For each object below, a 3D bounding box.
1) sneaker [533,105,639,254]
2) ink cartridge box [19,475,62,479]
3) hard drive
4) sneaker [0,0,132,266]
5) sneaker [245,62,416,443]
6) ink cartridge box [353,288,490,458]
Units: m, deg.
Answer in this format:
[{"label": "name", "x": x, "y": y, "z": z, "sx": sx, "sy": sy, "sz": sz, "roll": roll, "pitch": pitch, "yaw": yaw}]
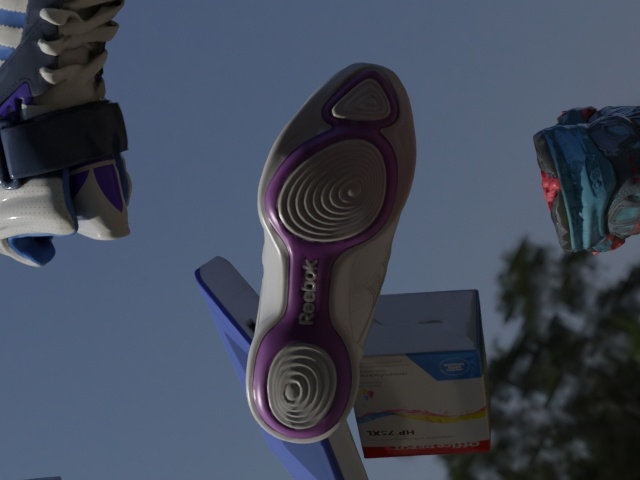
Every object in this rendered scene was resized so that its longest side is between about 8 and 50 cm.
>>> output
[{"label": "sneaker", "x": 0.224, "y": -0.044, "z": 1.322, "sx": 0.262, "sy": 0.125, "sz": 0.104, "roll": -33, "pitch": -69, "yaw": -74}, {"label": "ink cartridge box", "x": -0.280, "y": 0.357, "z": 1.942, "sx": 0.212, "sy": 0.093, "sz": 0.154, "roll": -121, "pitch": 30, "yaw": -55}, {"label": "hard drive", "x": -0.024, "y": 0.178, "z": 1.993, "sx": 0.040, "sy": 0.210, "sz": 0.319, "roll": -34, "pitch": -37, "yaw": -12}, {"label": "sneaker", "x": -0.170, "y": -0.123, "z": 1.380, "sx": 0.323, "sy": 0.236, "sz": 0.130, "roll": -42, "pitch": -12, "yaw": 36}, {"label": "sneaker", "x": 0.000, "y": 0.000, "z": 1.569, "sx": 0.152, "sy": 0.114, "sz": 0.305, "roll": -80, "pitch": 4, "yaw": -74}, {"label": "ink cartridge box", "x": 0.101, "y": 0.149, "z": 1.974, "sx": 0.231, "sy": 0.134, "sz": 0.078, "roll": 77, "pitch": -169, "yaw": -51}]
